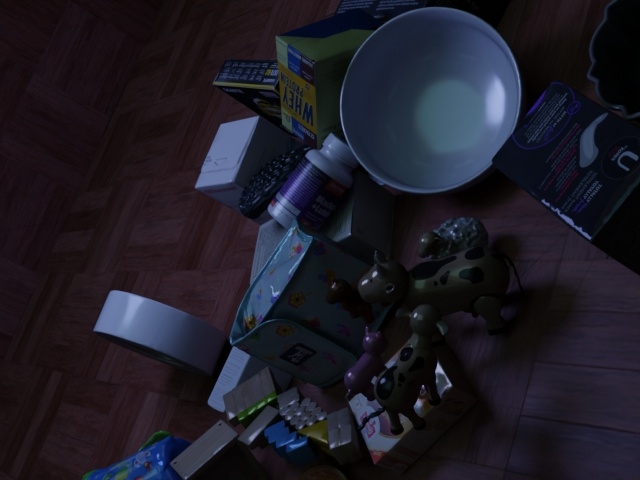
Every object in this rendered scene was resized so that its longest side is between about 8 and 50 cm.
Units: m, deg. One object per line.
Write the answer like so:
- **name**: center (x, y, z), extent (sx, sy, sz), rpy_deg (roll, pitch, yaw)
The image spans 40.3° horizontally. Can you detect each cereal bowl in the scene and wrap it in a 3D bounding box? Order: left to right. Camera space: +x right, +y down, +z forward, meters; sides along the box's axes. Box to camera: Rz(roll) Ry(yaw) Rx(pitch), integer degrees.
- **cereal bowl**: center (0.215, -0.243, 1.592), extent (0.339, 0.141, 0.338), rpy_deg (-2, 86, 24)

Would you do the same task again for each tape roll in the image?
- **tape roll**: center (-0.358, 0.210, 1.954), extent (0.286, 0.286, 0.100), rpy_deg (-1, 65, 54)

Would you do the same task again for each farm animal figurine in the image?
- **farm animal figurine**: center (0.153, 0.099, 1.341), extent (0.327, 0.172, 0.330), rpy_deg (-24, 38, -1)

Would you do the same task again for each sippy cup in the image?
- **sippy cup**: center (-0.338, 0.518, 1.758), extent (0.224, 0.240, 0.305), rpy_deg (-38, 59, 14)

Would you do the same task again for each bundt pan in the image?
- **bundt pan**: center (0.555, -0.284, 1.237), extent (0.331, 0.124, 0.330), rpy_deg (-34, 39, 34)

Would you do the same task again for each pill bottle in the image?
- **pill bottle**: center (-0.005, -0.106, 1.673), extent (0.193, 0.108, 0.108), rpy_deg (-54, 33, 10)

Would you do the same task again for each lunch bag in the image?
- **lunch bag**: center (-0.015, 0.130, 1.598), extent (0.262, 0.223, 0.160), rpy_deg (-58, 27, 6)

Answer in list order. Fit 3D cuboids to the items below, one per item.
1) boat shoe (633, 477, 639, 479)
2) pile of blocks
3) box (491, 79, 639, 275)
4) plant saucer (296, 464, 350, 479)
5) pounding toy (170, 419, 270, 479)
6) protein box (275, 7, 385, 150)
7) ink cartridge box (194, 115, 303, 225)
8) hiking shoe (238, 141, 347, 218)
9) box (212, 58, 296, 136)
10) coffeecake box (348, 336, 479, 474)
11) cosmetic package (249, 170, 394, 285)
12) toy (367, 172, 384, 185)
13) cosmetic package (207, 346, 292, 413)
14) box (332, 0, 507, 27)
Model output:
- **boat shoe**: center (0.350, 0.352, 1.057), extent (0.207, 0.073, 0.073), rpy_deg (-39, 35, 30)
- **pile of blocks**: center (-0.044, 0.349, 1.549), extent (0.149, 0.112, 0.362), rpy_deg (-44, 29, -21)
- **box**: center (0.405, -0.095, 1.272), extent (0.165, 0.143, 0.270), rpy_deg (-54, 33, 13)
- **plant saucer**: center (-0.003, 0.483, 1.475), extent (0.200, 0.037, 0.200), rpy_deg (-34, 39, 34)
- **pounding toy**: center (-0.208, 0.479, 1.648), extent (0.206, 0.181, 0.094), rpy_deg (-39, 27, -18)
- **protein box**: center (0.035, -0.317, 1.720), extent (0.200, 0.201, 0.136), rpy_deg (-25, 45, -24)
- **ink cartridge box**: center (-0.124, -0.145, 1.961), extent (0.171, 0.233, 0.168), rpy_deg (-2, 63, 53)
- **hiking shoe**: center (-0.031, -0.131, 1.826), extent (0.304, 0.132, 0.113), rpy_deg (-41, 26, -9)
- **box**: center (-0.070, -0.317, 2.003), extent (0.322, 0.257, 0.079), rpy_deg (21, 83, 57)
- **coffeecake box**: center (0.147, 0.261, 1.416), extent (0.185, 0.068, 0.142), rpy_deg (-49, 35, 17)
- **cosmetic package**: center (0.000, 0.000, 1.788), extent (0.309, 0.113, 0.160), rpy_deg (-25, 45, 41)
- **toy**: center (0.167, -0.192, 1.764), extent (0.237, 0.056, 0.136), rpy_deg (-8, 57, 51)
- **cosmetic package**: center (-0.119, 0.249, 1.748), extent (0.085, 0.117, 0.231), rpy_deg (8, 70, 57)
- **box**: center (0.214, -0.512, 1.839), extent (0.343, 0.179, 0.312), rpy_deg (21, 84, 57)
